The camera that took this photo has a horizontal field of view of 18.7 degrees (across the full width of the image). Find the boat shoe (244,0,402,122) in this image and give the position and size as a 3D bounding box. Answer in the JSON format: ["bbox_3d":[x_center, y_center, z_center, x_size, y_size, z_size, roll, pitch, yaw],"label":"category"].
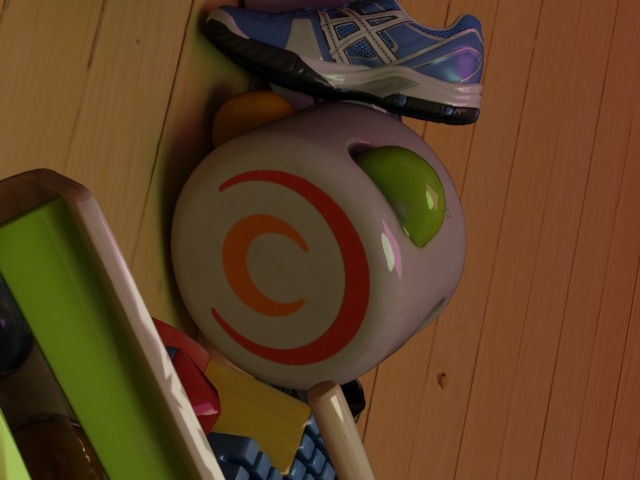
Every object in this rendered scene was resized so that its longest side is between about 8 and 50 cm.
[{"bbox_3d":[0.015,-0.139,1.520,0.102,0.108,0.301,-58,136,-75],"label":"boat shoe"}]

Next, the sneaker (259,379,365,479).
[{"bbox_3d":[-0.002,0.146,1.544,0.067,0.078,0.188,-34,123,-55],"label":"sneaker"}]

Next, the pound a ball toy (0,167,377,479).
[{"bbox_3d":[-0.080,0.118,0.933,0.208,0.136,0.319,-29,107,-17],"label":"pound a ball toy"}]

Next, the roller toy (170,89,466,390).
[{"bbox_3d":[0.000,0.000,1.418,0.146,0.209,0.191,-31,132,-57],"label":"roller toy"}]

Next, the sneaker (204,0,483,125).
[{"bbox_3d":[0.020,-0.145,1.433,0.080,0.211,0.081,80,23,-87],"label":"sneaker"}]

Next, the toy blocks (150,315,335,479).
[{"bbox_3d":[-0.114,0.130,1.154,0.381,0.261,0.191,58,45,-47],"label":"toy blocks"}]
